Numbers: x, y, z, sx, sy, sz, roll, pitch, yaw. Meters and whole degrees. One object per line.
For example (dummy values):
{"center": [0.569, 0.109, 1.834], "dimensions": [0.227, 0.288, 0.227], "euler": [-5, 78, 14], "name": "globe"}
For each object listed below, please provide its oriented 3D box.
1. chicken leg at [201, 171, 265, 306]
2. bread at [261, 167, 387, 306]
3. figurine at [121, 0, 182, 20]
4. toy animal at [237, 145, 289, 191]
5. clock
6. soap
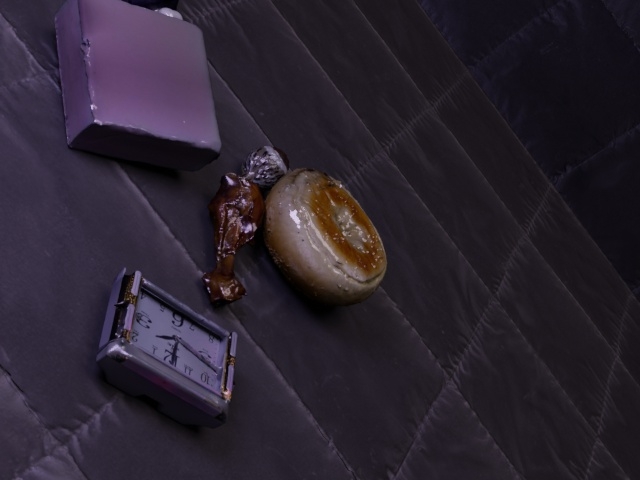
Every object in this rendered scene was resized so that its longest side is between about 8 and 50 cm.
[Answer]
{"center": [-0.174, 0.003, 1.917], "dimensions": [0.113, 0.093, 0.304], "euler": [23, 48, -16], "name": "chicken leg"}
{"center": [0.000, 0.000, 2.083], "dimensions": [0.305, 0.159, 0.305], "euler": [32, 40, -32], "name": "bread"}
{"center": [-0.352, -0.521, 2.119], "dimensions": [0.145, 0.145, 0.222], "euler": [6, 59, -53], "name": "figurine"}
{"center": [-0.122, -0.149, 2.122], "dimensions": [0.098, 0.098, 0.137], "euler": [57, 30, 3], "name": "toy animal"}
{"center": [-0.243, 0.177, 1.630], "dimensions": [0.253, 0.083, 0.186], "euler": [37, 35, -29], "name": "clock"}
{"center": [-0.333, -0.292, 1.882], "dimensions": [0.285, 0.107, 0.296], "euler": [10, 60, -39], "name": "soap"}
